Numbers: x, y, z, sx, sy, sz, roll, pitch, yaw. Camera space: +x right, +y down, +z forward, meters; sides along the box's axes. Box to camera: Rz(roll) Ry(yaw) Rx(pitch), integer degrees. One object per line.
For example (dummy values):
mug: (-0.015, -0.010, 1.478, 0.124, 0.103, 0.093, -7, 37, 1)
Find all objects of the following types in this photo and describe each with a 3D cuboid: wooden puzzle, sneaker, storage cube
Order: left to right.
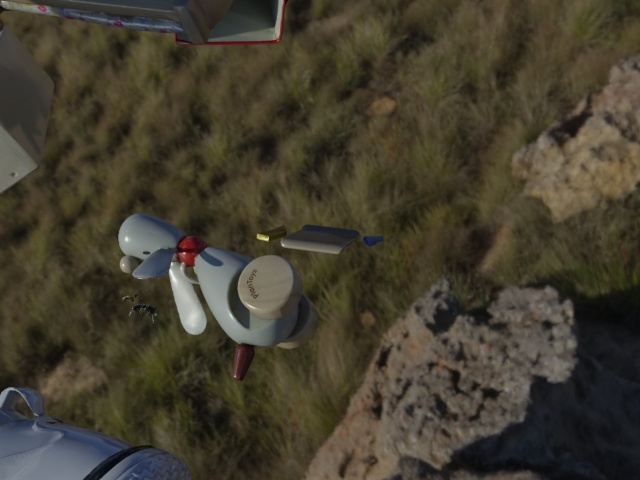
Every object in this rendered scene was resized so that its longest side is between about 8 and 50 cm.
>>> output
sneaker: (-0.268, 0.308, 0.704, 0.210, 0.137, 0.366, 24, 85, 27)
storage cube: (-0.164, -0.471, 1.455, 0.215, 0.183, 0.193, -5, 59, -12)
wooden puzzle: (0.000, 0.000, 0.881, 0.116, 0.014, 0.078, 9, 17, 23)

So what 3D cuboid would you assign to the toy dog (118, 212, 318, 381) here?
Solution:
toy dog: (-0.159, 0.085, 1.178, 0.333, 0.220, 0.161, 12, 64, 44)

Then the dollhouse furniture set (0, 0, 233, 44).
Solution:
dollhouse furniture set: (-0.081, -0.208, 0.658, 0.303, 0.174, 0.355, 12, 68, 18)

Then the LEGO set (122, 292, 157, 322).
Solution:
LEGO set: (-0.320, 0.117, 1.511, 0.054, 0.083, 0.023, -4, 48, 4)

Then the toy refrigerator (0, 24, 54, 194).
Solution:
toy refrigerator: (-0.336, -0.122, 0.842, 0.102, 0.094, 0.269, -34, 30, 3)
